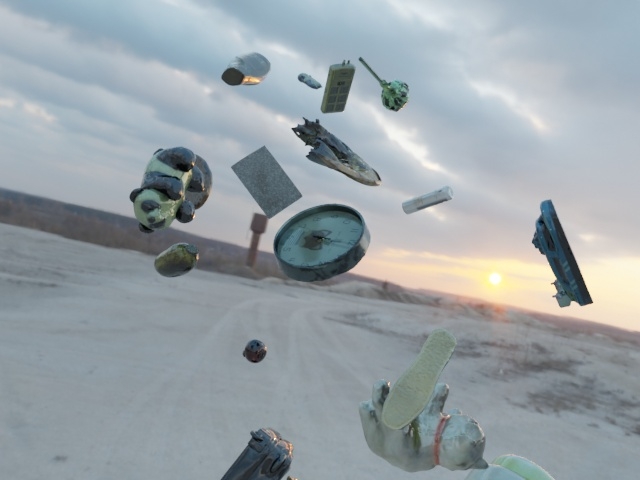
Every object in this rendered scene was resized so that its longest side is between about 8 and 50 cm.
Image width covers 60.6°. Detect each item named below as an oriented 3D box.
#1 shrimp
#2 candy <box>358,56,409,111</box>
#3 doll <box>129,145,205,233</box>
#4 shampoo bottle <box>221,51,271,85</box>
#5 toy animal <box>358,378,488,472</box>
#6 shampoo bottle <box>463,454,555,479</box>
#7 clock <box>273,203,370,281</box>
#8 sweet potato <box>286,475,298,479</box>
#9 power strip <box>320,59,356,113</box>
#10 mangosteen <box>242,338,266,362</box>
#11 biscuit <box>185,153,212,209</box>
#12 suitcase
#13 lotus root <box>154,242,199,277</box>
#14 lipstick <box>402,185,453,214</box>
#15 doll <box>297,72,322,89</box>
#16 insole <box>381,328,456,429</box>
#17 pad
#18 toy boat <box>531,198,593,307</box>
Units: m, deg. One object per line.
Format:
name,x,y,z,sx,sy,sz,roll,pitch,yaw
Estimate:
shrimp,0.031,-0.222,1.447,0.289,0.075,0.178,41,21,2
candy,0.175,-0.448,1.535,0.083,0.091,0.305,20,0,30
doll,-0.371,-0.124,1.333,0.135,0.234,0.143,4,-32,7
shampoo bottle,-0.268,-0.618,1.992,0.125,0.084,0.350,35,25,-8
toy animal,0.248,0.450,1.290,0.188,0.266,0.308,42,-20,56
shampoo bottle,0.554,0.828,1.621,0.317,0.323,0.322,-33,27,-33
clock,0.000,0.000,1.791,0.325,0.325,0.067,11,-42,34
sweet potato,-0.078,0.776,1.712,0.041,0.038,0.153,26,-39,36
power strip,0.049,-0.426,1.525,0.076,0.028,0.169,-10,-37,-21
mangosteen,-0.221,0.370,1.841,0.081,0.081,0.081,13,-3,1
biscuit,-0.408,-0.159,1.572,0.212,0.212,0.036,12,-20,14
suitcase,-0.249,0.835,1.928,0.188,0.345,0.339,36,-12,9
lotus root,-0.418,0.062,1.593,0.179,0.081,0.089,-26,-54,33
lipstick,0.281,-0.105,1.432,0.040,0.040,0.141,15,-25,-42
doll,-0.031,-0.468,1.614,0.037,0.027,0.125,-8,32,-29
insole,0.217,0.301,1.195,0.081,0.248,0.011,29,-14,22
pad,-0.191,-0.209,1.948,0.235,0.158,0.003,53,-22,2
toy boat,0.587,0.038,1.372,0.092,0.299,0.134,-21,25,27
